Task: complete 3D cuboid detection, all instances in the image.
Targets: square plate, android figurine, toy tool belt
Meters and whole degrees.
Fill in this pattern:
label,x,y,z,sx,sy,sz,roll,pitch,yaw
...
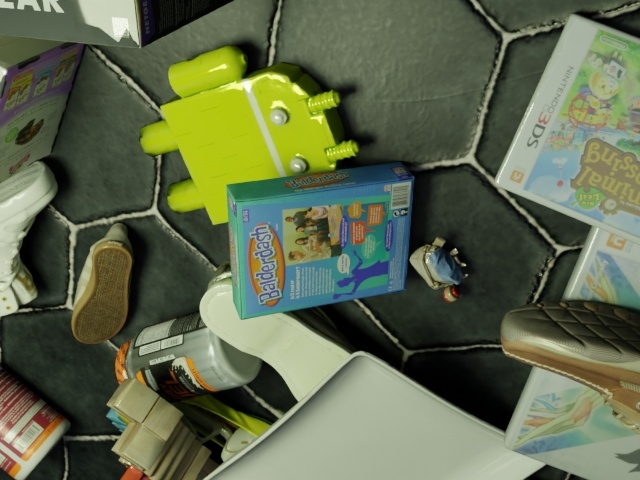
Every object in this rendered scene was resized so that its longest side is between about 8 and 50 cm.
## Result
label,x,y,z,sx,sy,sz,roll,pitch,yaw
square plate,0.068,0.302,1.087,0.344,0.049,0.347,32,121,-24
android figurine,-0.085,-0.112,0.975,0.273,0.056,0.248,-9,114,26
toy tool belt,0.151,0.035,0.971,0.083,0.052,0.051,48,131,-10

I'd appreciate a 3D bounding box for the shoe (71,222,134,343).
label,x,y,z,sx,sy,sz,roll,pitch,yaw
shoe,-0.309,0.066,1.160,0.077,0.058,0.219,10,131,-22

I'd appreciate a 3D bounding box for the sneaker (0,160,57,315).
label,x,y,z,sx,sy,sz,roll,pitch,yaw
sneaker,-0.448,0.009,1.160,0.293,0.108,0.169,-26,123,23

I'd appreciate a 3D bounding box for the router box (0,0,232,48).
label,x,y,z,sx,sy,sz,roll,pitch,yaw
router box,-0.266,-0.279,0.836,0.309,0.243,0.080,9,120,16

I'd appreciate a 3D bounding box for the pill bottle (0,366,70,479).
label,x,y,z,sx,sy,sz,roll,pitch,yaw
pill bottle,-0.531,0.278,1.312,0.221,0.121,0.121,40,123,-4

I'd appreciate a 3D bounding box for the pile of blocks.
label,x,y,z,sx,sy,sz,roll,pitch,yaw
pile of blocks,-0.242,0.310,1.134,0.149,0.112,0.362,19,151,24

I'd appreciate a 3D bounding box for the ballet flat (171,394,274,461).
label,x,y,z,sx,sy,sz,roll,pitch,yaw
ballet flat,-0.146,0.284,1.201,0.231,0.077,0.077,31,123,1

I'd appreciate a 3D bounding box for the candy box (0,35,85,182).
label,x,y,z,sx,sy,sz,roll,pitch,yaw
candy box,-0.380,-0.168,0.985,0.070,0.165,0.196,33,123,1

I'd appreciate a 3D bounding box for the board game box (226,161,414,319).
label,x,y,z,sx,sy,sz,roll,pitch,yaw
board game box,0.000,0.000,0.941,0.210,0.047,0.160,-8,122,-16

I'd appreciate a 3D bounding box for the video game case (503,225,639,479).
label,x,y,z,sx,sy,sz,roll,pitch,yaw
video game case,0.407,0.156,0.923,0.300,0.036,0.328,19,113,9

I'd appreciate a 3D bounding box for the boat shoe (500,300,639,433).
label,x,y,z,sx,sy,sz,roll,pitch,yaw
boat shoe,0.348,0.152,0.856,0.325,0.123,0.116,14,114,13

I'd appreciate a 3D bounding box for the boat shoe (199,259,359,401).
label,x,y,z,sx,sy,sz,roll,pitch,yaw
boat shoe,-0.022,0.136,1.063,0.305,0.091,0.109,40,114,-16

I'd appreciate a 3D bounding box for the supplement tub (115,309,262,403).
label,x,y,z,sx,sy,sz,roll,pitch,yaw
supplement tub,-0.186,0.162,1.125,0.191,0.117,0.117,-19,109,28

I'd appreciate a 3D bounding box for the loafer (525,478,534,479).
label,x,y,z,sx,sy,sz,roll,pitch,yaw
loafer,0.300,0.454,1.125,0.084,0.096,0.267,9,118,9

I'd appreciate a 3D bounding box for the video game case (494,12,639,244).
label,x,y,z,sx,sy,sz,roll,pitch,yaw
video game case,0.316,-0.104,0.829,0.213,0.023,0.193,24,113,7
